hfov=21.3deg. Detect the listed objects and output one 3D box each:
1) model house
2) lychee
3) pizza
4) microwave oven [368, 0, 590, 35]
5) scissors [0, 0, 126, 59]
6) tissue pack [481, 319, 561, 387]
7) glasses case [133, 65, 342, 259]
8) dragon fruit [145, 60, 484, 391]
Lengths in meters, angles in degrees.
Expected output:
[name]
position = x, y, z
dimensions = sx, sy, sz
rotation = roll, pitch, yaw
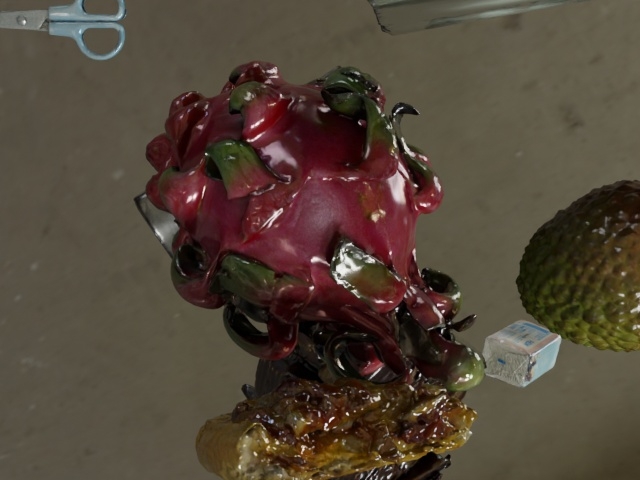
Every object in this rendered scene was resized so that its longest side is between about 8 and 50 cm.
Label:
[model house]
position = -0.005, 0.171, 1.913
dimensions = 0.297, 0.317, 0.282
rotation = 31, 94, -38
[lychee]
position = 0.199, 0.016, 1.105
dimensions = 0.114, 0.146, 0.114
rotation = -12, 90, -70
[pizza]
position = 0.012, 0.124, 1.156
dimensions = 0.194, 0.154, 0.069
rotation = -9, 85, -12
[microwave oven]
position = 0.138, -0.371, 1.069
dimensions = 0.374, 0.236, 0.432
rotation = -9, 91, 3
[scissors]
position = -0.130, -0.102, 0.784
dimensions = 0.083, 0.006, 0.036
rotation = 3, 102, 8
[tissue pack]
position = 0.256, 0.144, 2.184
dimensions = 0.094, 0.074, 0.058
rotation = -21, 125, -53
[glasses case]
position = -0.077, -0.092, 2.067
dimensions = 0.299, 0.060, 0.114
rotation = -33, 125, -2
[dragon fruit]
position = -0.007, -0.002, 1.255
dimensions = 0.218, 0.198, 0.272
rotation = -23, 97, -36
